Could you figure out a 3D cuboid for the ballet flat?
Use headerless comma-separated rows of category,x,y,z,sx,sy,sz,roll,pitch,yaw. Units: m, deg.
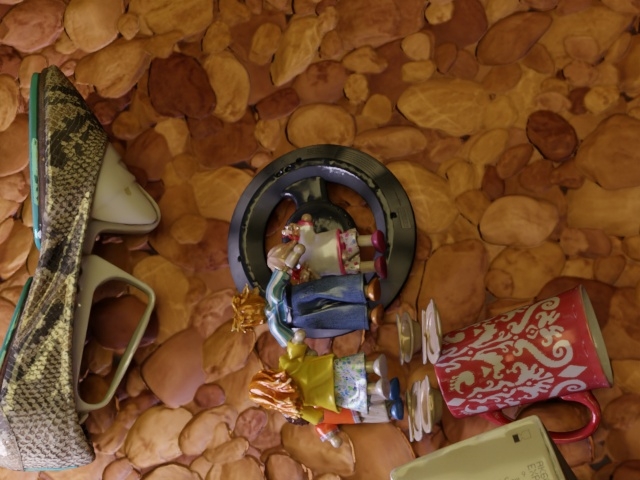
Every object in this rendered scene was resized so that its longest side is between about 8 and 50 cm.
ballet flat,-0.283,0.035,1.628,0.182,0.164,0.483,7,78,-3

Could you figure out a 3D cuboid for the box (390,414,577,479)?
box,0.181,0.273,1.292,0.148,0.311,0.121,-23,66,9

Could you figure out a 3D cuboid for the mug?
mug,0.215,0.139,1.442,0.169,0.113,0.150,-17,65,15

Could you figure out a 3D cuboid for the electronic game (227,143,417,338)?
electronic game,0.000,0.000,1.590,0.229,0.048,0.229,-3,79,18

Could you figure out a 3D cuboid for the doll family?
doll family,-0.012,0.101,1.489,0.163,0.118,0.263,-6,89,17

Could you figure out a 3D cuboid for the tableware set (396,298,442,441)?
tableware set,0.106,0.139,1.447,0.020,0.169,0.141,-1,80,-9
